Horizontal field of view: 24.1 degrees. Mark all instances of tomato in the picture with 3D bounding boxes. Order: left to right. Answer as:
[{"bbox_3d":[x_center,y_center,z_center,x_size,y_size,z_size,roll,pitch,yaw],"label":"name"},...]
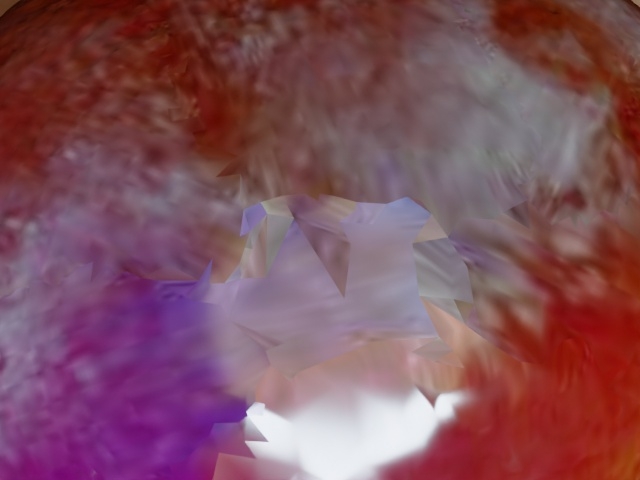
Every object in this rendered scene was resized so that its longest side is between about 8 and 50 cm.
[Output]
[{"bbox_3d":[-0.004,0.000,0.502,0.334,0.176,0.290,-11,75,-12],"label":"tomato"}]
